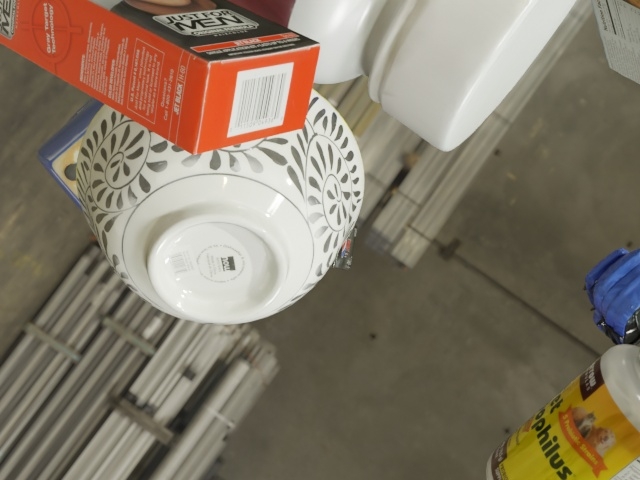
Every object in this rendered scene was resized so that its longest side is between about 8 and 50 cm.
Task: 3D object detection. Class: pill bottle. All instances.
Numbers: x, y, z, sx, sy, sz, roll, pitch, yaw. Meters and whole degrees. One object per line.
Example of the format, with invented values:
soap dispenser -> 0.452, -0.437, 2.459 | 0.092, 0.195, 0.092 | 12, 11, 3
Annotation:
pill bottle -> -0.016, -0.247, 0.695 | 0.224, 0.392, 0.224 | -51, 170, -12
pill bottle -> 0.250, 0.171, 0.884 | 0.215, 0.117, 0.117 | -50, 180, 28

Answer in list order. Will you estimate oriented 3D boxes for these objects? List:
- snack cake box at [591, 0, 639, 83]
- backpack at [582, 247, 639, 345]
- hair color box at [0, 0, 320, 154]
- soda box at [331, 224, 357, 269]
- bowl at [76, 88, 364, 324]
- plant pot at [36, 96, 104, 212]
snack cake box -> 0.284, -0.222, 0.803 | 0.089, 0.152, 0.264 | -39, 137, -5
backpack -> 0.362, 0.063, 1.216 | 0.098, 0.101, 0.120 | -44, 156, -6
hair color box -> -0.077, -0.090, 0.463 | 0.072, 0.141, 0.043 | -21, 132, -48
soda box -> 0.000, 0.000, 1.093 | 0.169, 0.060, 0.053 | 25, 75, -82
bowl -> -0.056, -0.008, 0.575 | 0.170, 0.170, 0.080 | -56, -158, 30
plant pot -> -0.158, -0.098, 1.157 | 0.236, 0.236, 0.212 | -35, -170, 18
